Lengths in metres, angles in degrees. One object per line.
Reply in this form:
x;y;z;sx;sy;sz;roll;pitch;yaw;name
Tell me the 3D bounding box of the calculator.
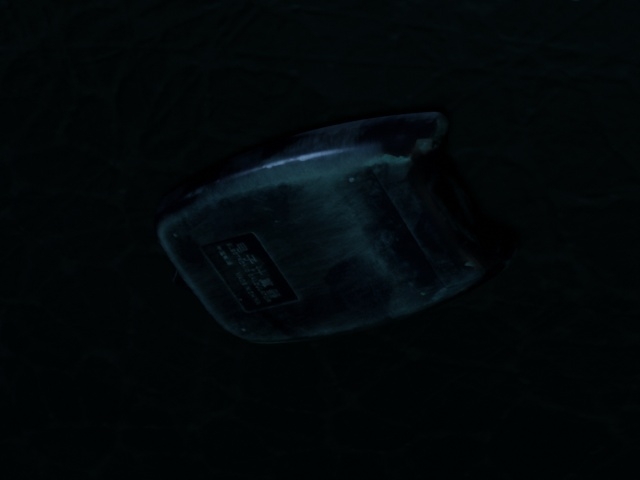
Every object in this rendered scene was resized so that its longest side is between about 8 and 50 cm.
0.000;0.000;1.131;0.268;0.040;0.177;-16;124;30;calculator
